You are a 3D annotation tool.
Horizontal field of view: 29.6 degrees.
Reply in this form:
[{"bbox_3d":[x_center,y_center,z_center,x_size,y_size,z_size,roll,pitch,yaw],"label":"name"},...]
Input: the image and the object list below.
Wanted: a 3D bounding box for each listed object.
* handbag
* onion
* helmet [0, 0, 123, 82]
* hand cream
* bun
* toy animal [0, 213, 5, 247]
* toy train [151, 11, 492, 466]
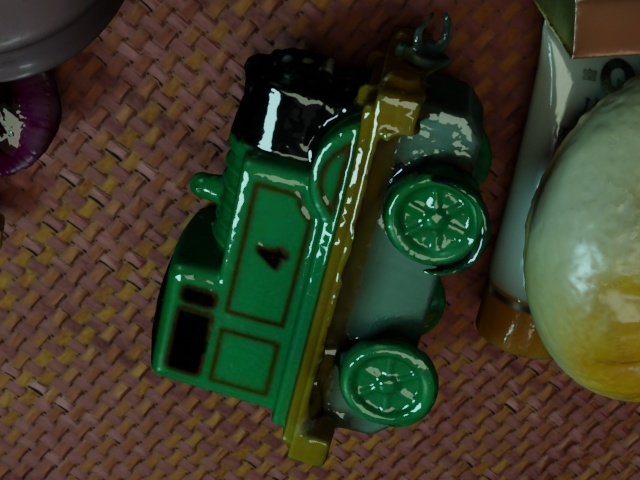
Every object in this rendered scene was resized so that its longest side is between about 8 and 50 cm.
[{"bbox_3d":[0.227,-0.194,0.902,0.127,0.190,0.063,-5,121,-2],"label":"handbag"},{"bbox_3d":[-0.268,-0.106,0.973,0.115,0.104,0.115,0,102,0],"label":"onion"},{"bbox_3d":[-0.247,-0.262,0.816,0.271,0.197,0.338,-10,114,-6],"label":"helmet"},{"bbox_3d":[0.221,-0.051,1.050,0.139,0.089,0.314,3,114,-18],"label":"hand cream"},{"bbox_3d":[0.318,0.006,0.984,0.299,0.165,0.299,-17,124,-28],"label":"bun"},{"bbox_3d":[-0.317,-0.019,1.042,0.083,0.060,0.081,-9,85,-3],"label":"toy animal"},{"bbox_3d":[0.000,0.000,1.016,0.249,0.178,0.429,15,118,1],"label":"toy train"}]
